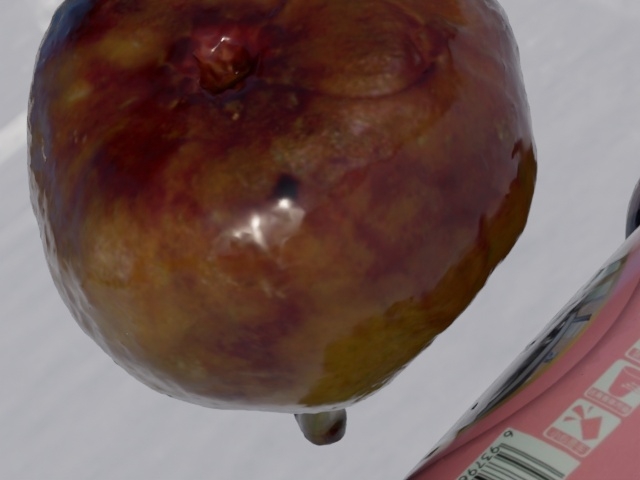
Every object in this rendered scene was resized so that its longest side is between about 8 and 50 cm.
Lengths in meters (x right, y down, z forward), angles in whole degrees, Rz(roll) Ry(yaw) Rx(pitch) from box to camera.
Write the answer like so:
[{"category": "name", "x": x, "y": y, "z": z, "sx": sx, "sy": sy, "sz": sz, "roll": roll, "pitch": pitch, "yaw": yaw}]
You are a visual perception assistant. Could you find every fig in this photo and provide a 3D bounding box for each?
[{"category": "fig", "x": -0.032, "y": 0.000, "z": 0.724, "sx": 0.190, "sy": 0.191, "sz": 0.290, "roll": -52, "pitch": -1, "yaw": -31}]

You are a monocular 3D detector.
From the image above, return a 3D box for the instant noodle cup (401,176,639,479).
[{"category": "instant noodle cup", "x": 0.136, "y": 0.117, "z": 0.739, "sx": 0.255, "sy": 0.244, "sz": 0.244, "roll": -38, "pitch": 19, "yaw": -26}]
